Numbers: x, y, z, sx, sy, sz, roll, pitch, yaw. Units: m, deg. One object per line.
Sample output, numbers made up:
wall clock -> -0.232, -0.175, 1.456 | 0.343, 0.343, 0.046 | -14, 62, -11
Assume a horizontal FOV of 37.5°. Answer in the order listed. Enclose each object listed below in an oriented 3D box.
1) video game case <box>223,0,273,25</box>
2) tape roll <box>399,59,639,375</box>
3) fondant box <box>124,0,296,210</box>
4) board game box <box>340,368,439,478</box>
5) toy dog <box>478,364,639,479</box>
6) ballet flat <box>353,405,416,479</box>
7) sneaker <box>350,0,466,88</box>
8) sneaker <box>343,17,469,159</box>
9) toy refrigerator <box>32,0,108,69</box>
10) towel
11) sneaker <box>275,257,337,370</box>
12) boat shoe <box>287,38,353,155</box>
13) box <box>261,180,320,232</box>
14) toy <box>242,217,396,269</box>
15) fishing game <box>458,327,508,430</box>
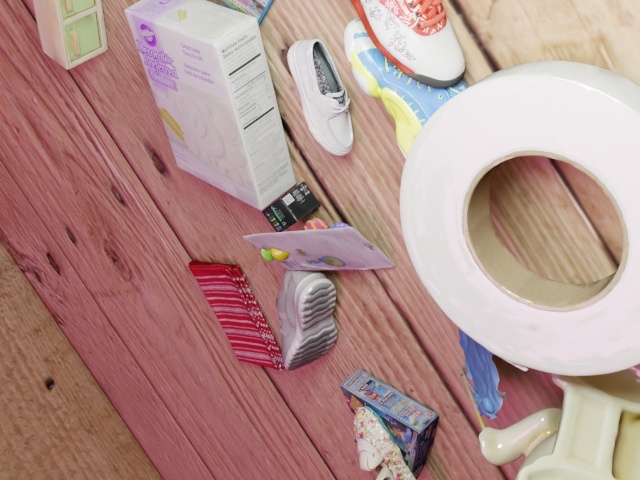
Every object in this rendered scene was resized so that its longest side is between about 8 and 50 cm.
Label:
video game case -> -0.113, -0.402, 1.405 | 0.119, 0.015, 0.166 | 39, 149, -4
tape roll -> 0.277, -0.019, 1.134 | 0.392, 0.072, 0.392 | 18, 124, 29
fondant box -> -0.181, -0.237, 1.588 | 0.238, 0.096, 0.330 | 27, 144, 37
board game box -> 0.124, 0.345, 1.807 | 0.194, 0.060, 0.194 | 36, 145, 28
toy dog -> 0.388, 0.376, 1.328 | 0.395, 0.285, 0.408 | 14, 141, 0
ballet flat -> 0.120, 0.425, 1.757 | 0.241, 0.077, 0.091 | 59, 149, -7
sneaker -> 0.102, -0.320, 1.148 | 0.270, 0.090, 0.145 | 53, 152, 6
sneaker -> 0.133, -0.207, 1.247 | 0.126, 0.091, 0.240 | -27, 98, 40
toy refrigerator -> -0.478, -0.466, 1.780 | 0.094, 0.102, 0.269 | 37, 145, 26
towel -> -0.185, 0.164, 2.077 | 0.199, 0.031, 0.275 | 3, 123, 54
sneaker -> -0.033, 0.139, 1.805 | 0.115, 0.105, 0.281 | 53, 147, 34
boat shoe -> 0.013, -0.214, 1.410 | 0.063, 0.066, 0.184 | -1, 110, 55
box -> -0.052, -0.056, 1.645 | 0.052, 0.062, 0.083 | 54, 149, -3
toy -> 0.000, 0.000, 1.599 | 0.237, 0.056, 0.137 | -7, 148, 37
fishing game -> 0.250, 0.177, 1.439 | 0.189, 0.041, 0.264 | -108, 9, -50
